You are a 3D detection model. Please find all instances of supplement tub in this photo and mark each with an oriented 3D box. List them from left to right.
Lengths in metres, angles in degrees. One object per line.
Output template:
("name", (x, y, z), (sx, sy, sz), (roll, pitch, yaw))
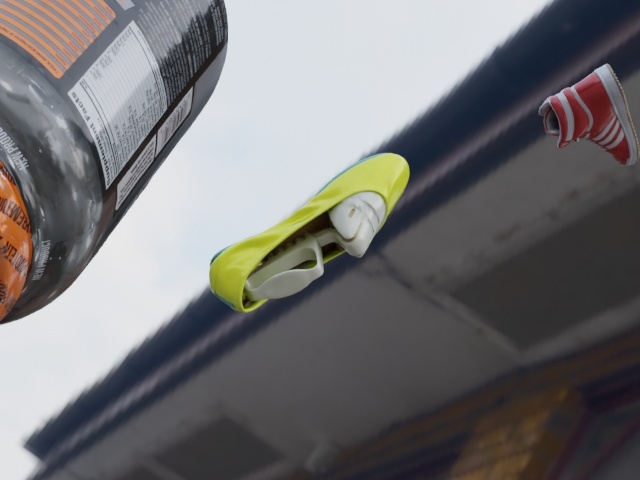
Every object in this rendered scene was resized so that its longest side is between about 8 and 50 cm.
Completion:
("supplement tub", (-0.201, -0.083, 1.104), (0.207, 0.338, 0.207), (9, -58, 14))

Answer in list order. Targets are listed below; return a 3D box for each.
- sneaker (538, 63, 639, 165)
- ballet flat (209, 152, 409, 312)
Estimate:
("sneaker", (0.213, -0.088, 1.393), (0.042, 0.067, 0.118), (65, 4, 37))
("ballet flat", (0.000, 0.000, 1.705), (0.077, 0.231, 0.077), (52, -10, 50))
